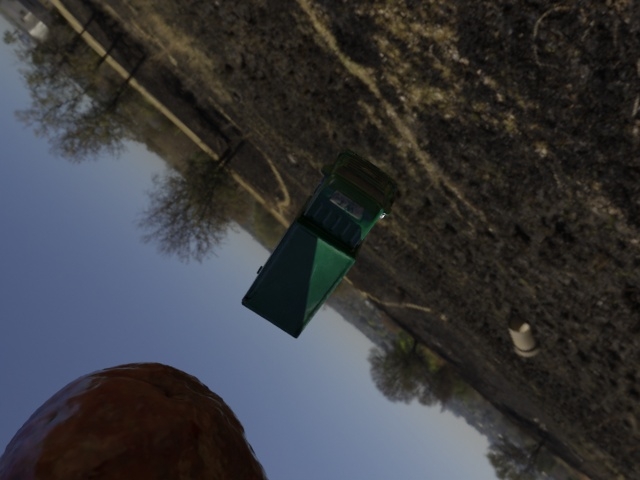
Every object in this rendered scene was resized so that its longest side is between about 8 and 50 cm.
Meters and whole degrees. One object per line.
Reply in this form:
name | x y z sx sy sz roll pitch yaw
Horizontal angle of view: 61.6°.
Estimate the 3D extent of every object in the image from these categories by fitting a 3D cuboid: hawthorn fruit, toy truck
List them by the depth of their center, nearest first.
toy truck | 0.000 0.000 0.452 0.065 0.147 0.079 34 -152 -3
hawthorn fruit | -0.170 0.236 0.492 0.258 0.258 0.261 43 -158 -26
